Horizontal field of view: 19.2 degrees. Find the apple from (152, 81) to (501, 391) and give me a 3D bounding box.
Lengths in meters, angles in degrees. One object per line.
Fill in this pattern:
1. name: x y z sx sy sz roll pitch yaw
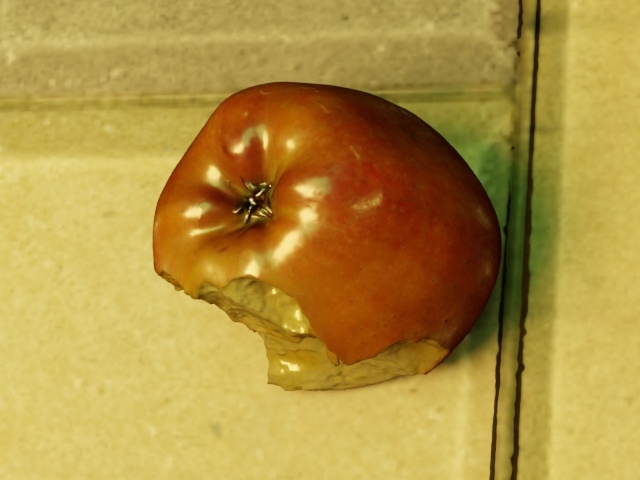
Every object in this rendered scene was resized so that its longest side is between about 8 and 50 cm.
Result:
1. apple: 0.003 -0.006 0.919 0.156 0.158 0.147 37 82 28
